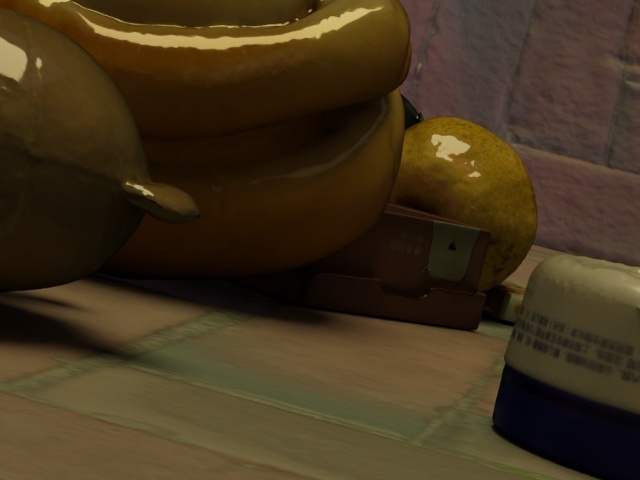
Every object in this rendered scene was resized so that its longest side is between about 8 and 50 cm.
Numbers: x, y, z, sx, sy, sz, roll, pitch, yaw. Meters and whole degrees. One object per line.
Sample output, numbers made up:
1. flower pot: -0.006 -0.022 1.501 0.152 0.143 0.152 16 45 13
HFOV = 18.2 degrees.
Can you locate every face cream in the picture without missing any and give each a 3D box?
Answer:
1. face cream: 0.206 0.077 1.118 0.206 0.111 0.206 13 5 -1

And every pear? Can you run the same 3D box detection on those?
1. pear: 0.115 -0.028 1.806 0.178 0.178 0.178 14 4 -1

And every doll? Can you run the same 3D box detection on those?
1. doll: -0.211 -0.059 1.123 0.235 0.174 0.330 19 0 -28

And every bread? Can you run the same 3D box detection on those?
1. bread: -0.138 -0.140 1.465 0.424 0.245 0.329 16 23 6

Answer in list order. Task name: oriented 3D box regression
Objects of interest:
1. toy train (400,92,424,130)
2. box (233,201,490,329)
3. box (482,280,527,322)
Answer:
1. toy train: -0.101 -0.159 1.850 0.407 0.086 0.088 20 -7 -13
2. box: 0.000 0.000 1.649 0.215 0.086 0.215 9 7 -44
3. box: 0.238 0.070 1.886 0.220 0.032 0.122 13 5 -27
